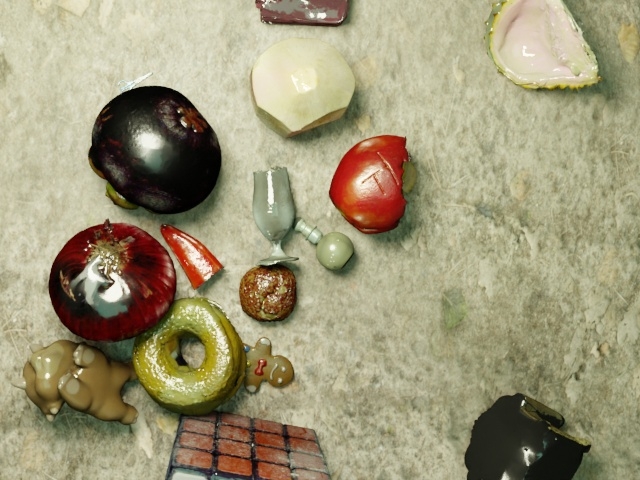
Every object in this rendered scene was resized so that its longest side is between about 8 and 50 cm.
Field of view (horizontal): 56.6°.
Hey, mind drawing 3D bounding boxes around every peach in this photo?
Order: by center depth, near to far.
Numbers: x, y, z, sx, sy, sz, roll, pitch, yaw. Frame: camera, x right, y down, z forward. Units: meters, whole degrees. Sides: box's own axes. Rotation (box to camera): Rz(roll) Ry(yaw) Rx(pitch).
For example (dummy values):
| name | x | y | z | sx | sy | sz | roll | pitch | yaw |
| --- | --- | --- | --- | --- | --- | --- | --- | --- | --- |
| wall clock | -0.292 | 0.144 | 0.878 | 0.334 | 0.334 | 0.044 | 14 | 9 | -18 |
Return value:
| name | x | y | z | sx | sy | sz | roll | pitch | yaw |
| --- | --- | --- | --- | --- | --- | --- | --- | --- | --- |
| peach | 0.135 | -0.130 | 1.344 | 0.226 | 0.196 | 0.190 | -44 | 131 | 0 |

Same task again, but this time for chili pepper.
| name | x | y | z | sx | sy | sz | roll | pitch | yaw |
| --- | --- | --- | --- | --- | --- | --- | --- | --- | --- |
| chili pepper | -0.309 | 0.026 | 1.369 | 0.088 | 0.065 | 0.169 | -42 | 93 | -18 |

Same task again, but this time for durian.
| name | x | y | z | sx | sy | sz | roll | pitch | yaw |
| --- | --- | --- | --- | --- | --- | --- | --- | --- | --- |
| durian | 0.488 | -0.467 | 1.381 | 0.196 | 0.185 | 0.305 | -29 | 106 | 23 |

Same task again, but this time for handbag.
| name | x | y | z | sx | sy | sz | roll | pitch | yaw |
| --- | --- | --- | --- | --- | --- | --- | --- | --- | --- |
| handbag | -0.041 | -0.589 | 1.340 | 0.216 | 0.074 | 0.203 | 0 | 95 | -5 |

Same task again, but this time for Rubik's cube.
| name | x | y | z | sx | sy | sz | roll | pitch | yaw |
| --- | --- | --- | --- | --- | --- | --- | --- | --- | --- |
| Rubik's cube | -0.184 | 0.597 | 1.289 | 0.344 | 0.344 | 0.337 | 14 | 93 | -6 |

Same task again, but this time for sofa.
| name | x | y | z | sx | sy | sz | roll | pitch | yaw |
| --- | --- | --- | --- | --- | --- | --- | --- | --- | --- |
| sofa | 0.503 | 0.526 | 1.478 | 0.200 | 0.182 | 0.258 | 29 | 91 | -26 |

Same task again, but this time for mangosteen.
| name | x | y | z | sx | sy | sz | roll | pitch | yaw |
| --- | --- | --- | --- | --- | --- | --- | --- | --- | --- |
| mangosteen | -0.365 | -0.169 | 1.265 | 0.302 | 0.275 | 0.275 | -34 | 99 | 30 |

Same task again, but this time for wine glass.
| name | x | y | z | sx | sy | sz | roll | pitch | yaw |
| --- | --- | --- | --- | --- | --- | --- | --- | --- | --- |
| wine glass | -0.108 | -0.056 | 1.362 | 0.103 | 0.103 | 0.222 | -5 | 90 | -6 |

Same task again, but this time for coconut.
| name | x | y | z | sx | sy | sz | roll | pitch | yaw |
| --- | --- | --- | --- | --- | --- | --- | --- | --- | --- |
| coconut | -0.043 | -0.335 | 1.284 | 0.237 | 0.237 | 0.197 | -17 | 95 | -5 |

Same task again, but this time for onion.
| name | x | y | z | sx | sy | sz | roll | pitch | yaw |
| --- | --- | --- | --- | --- | --- | --- | --- | --- | --- |
| onion | -0.449 | 0.107 | 1.293 | 0.273 | 0.273 | 0.285 | 9 | 138 | -10 |

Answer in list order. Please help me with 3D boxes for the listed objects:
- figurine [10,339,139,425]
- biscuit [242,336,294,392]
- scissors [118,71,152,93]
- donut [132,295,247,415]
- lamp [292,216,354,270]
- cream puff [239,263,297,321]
| name | x | y | z | sx | sy | sz | roll | pitch | yaw |
| --- | --- | --- | --- | --- | --- | --- | --- | --- | --- |
| figurine | -0.543 | 0.313 | 1.315 | 0.173 | 0.247 | 0.177 | -9 | 69 | 29 |
| biscuit | -0.161 | 0.295 | 1.423 | 0.205 | 0.031 | 0.138 | 20 | 92 | -10 |
| scissors | -0.417 | -0.361 | 1.346 | 0.083 | 0.006 | 0.036 | -31 | 96 | -3 |
| donut | -0.296 | 0.253 | 1.329 | 0.272 | 0.107 | 0.272 | 1 | 75 | -4 |
| lamp | 0.000 | 0.000 | 1.396 | 0.163 | 0.091 | 0.091 | 36 | 90 | 8 |
| cream puff | -0.119 | 0.126 | 1.385 | 0.149 | 0.084 | 0.149 | -1 | 96 | -5 |
